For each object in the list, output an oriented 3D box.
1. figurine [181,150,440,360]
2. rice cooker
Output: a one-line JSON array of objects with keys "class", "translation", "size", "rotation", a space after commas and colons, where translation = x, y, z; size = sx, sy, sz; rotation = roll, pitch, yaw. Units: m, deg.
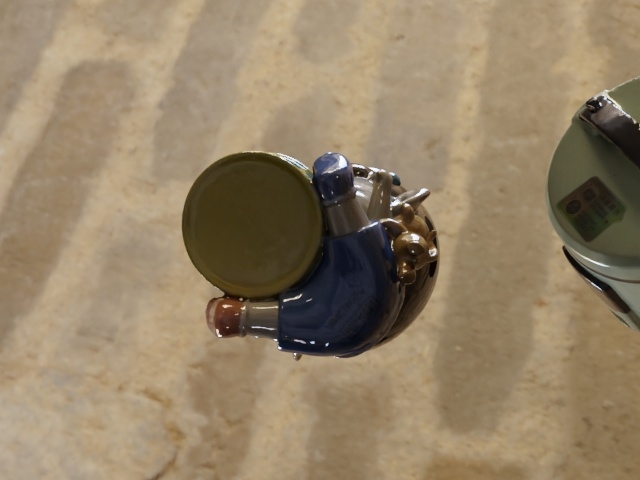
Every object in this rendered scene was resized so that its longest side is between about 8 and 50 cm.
[{"class": "figurine", "translation": [0.007, 0.006, 0.854], "size": [0.161, 0.158, 0.275], "rotation": [-48, 171, 7]}, {"class": "rice cooker", "translation": [0.335, -0.029, 1.095], "size": [0.226, 0.244, 0.226], "rotation": [-18, -128, 24]}]
